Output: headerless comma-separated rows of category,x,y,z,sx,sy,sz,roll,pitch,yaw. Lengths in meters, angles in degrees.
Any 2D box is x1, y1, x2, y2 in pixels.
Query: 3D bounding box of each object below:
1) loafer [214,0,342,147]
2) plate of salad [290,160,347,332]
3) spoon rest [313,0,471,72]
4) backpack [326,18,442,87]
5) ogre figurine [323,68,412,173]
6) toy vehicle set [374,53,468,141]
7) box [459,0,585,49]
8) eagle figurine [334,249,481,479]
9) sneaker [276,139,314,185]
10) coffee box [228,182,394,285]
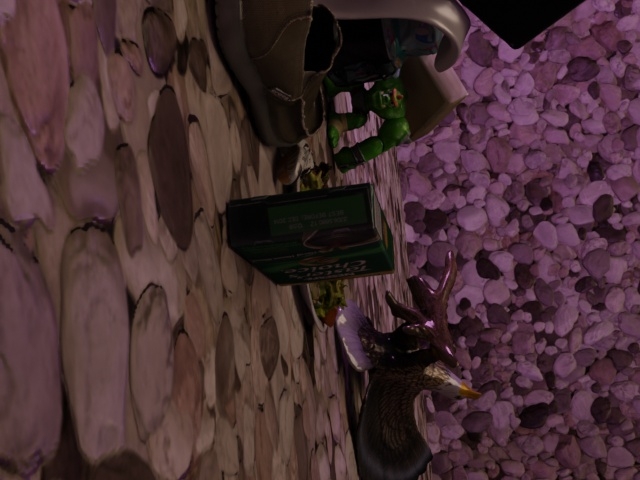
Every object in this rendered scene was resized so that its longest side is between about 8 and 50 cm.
loafer,-0.022,-0.150,0.822,0.251,0.087,0.094,54,31,-74
plate of salad,0.003,-0.001,1.031,0.200,0.048,0.199,-6,90,-81
spoon rest,0.056,-0.271,1.004,0.084,0.276,0.137,1,-111,59
backpack,0.057,-0.308,1.201,0.253,0.191,0.225,12,71,-87
ogre figurine,0.067,-0.205,1.379,0.097,0.118,0.197,45,39,-77
toy vehicle set,0.107,-0.291,1.419,0.266,0.035,0.166,59,-19,4
box,0.163,-0.422,1.021,0.296,0.183,0.294,29,38,-38
eagle figurine,0.113,0.196,1.338,0.226,0.225,0.298,-30,159,-39
sneaker,-0.020,-0.076,0.940,0.037,0.032,0.083,47,28,-27
coffee box,0.000,0.000,0.785,0.184,0.113,0.040,57,27,-76
